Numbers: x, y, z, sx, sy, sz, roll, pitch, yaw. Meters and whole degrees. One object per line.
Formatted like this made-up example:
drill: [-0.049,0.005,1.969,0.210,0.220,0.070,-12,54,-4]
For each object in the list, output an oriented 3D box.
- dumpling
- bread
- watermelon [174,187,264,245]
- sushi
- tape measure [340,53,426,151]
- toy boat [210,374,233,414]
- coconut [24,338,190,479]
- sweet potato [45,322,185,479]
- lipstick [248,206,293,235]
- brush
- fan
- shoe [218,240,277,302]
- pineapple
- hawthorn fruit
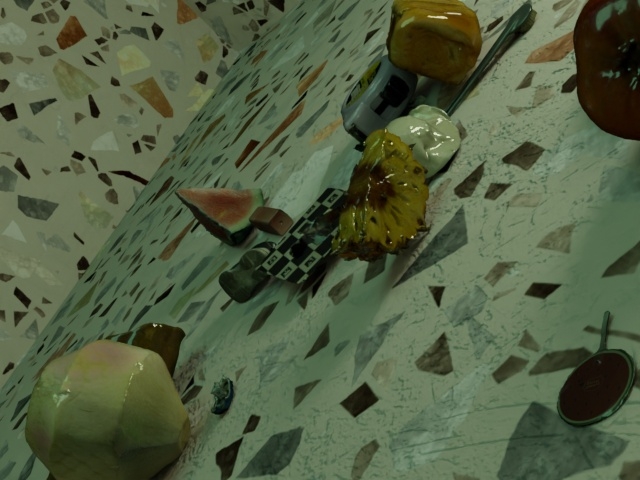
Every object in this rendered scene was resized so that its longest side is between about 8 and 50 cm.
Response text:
dumpling: [0.162,-0.147,1.484,0.134,0.100,0.169,15,32,31]
bread: [0.211,-0.386,1.703,0.294,0.166,0.132,-82,-2,-66]
watermelon: [-0.234,-0.041,2.059,0.207,0.202,0.136,-93,9,-68]
sushi: [0.000,0.000,1.608,0.210,0.040,0.192,-50,25,-13]
tape measure: [0.123,-0.280,1.812,0.178,0.105,0.196,-49,15,21]
toy boat: [-0.162,0.248,1.471,0.038,0.038,0.083,-39,21,24]
coconut: [-0.334,0.291,1.474,0.259,0.259,0.259,-42,19,18]
sweet potato: [-0.379,0.310,1.667,0.158,0.157,0.370,-9,53,62]
lipstick: [-0.106,-0.043,1.918,0.045,0.045,0.145,-53,20,-9]
brush: [0.294,-0.311,1.610,0.266,0.027,0.062,-52,18,-1]
fan: [0.258,0.116,0.842,0.085,0.005,0.133,-30,27,45]
shoe: [-0.127,0.051,1.754,0.169,0.071,0.099,-43,1,44]
pineapple: [0.104,-0.046,1.338,0.079,0.135,0.233,-14,46,44]
hawthorn fruit: [0.389,-0.215,0.998,0.225,0.197,0.196,-31,2,-43]
